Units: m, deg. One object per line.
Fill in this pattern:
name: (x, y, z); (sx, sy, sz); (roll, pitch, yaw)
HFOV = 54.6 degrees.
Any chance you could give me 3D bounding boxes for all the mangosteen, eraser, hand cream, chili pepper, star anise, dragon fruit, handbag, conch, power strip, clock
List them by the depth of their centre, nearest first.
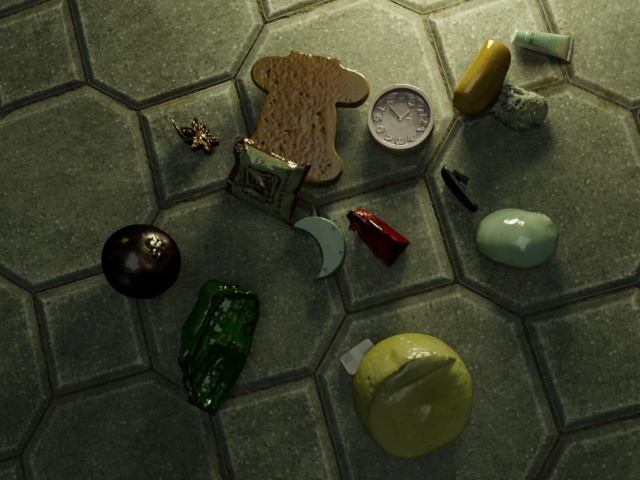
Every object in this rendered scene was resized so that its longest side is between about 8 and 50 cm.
conch: (0.544, -0.015, 1.722); (0.221, 0.121, 0.185); (0, 53, 13)
chili pepper: (-0.310, 0.297, 1.770); (0.167, 0.213, 0.385); (7, 77, 51)
dragon fruit: (0.148, -0.013, 1.771); (0.192, 0.122, 0.092); (39, 105, 8)
handbag: (-0.153, -0.174, 1.774); (0.235, 0.127, 0.213); (28, 130, 11)
eraser: (0.113, 0.332, 1.776); (0.105, 0.026, 0.065); (-34, 82, 3)
hand cream: (0.646, -0.575, 1.805); (0.174, 0.047, 0.076); (12, 84, 1)
mangosteen: (-0.537, 0.072, 1.821); (0.265, 0.228, 0.228); (-31, 77, 42)
clock: (0.236, -0.354, 1.821); (0.196, 0.068, 0.197); (-1, 83, 8)
power strip: (0.000, 0.000, 1.823); (0.137, 0.044, 0.216); (-25, 81, 5)
star anise: (-0.398, -0.331, 1.914); (0.097, 0.070, 0.191); (-39, 76, -25)

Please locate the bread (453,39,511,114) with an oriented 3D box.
bread: (0.465, -0.455, 1.759); (0.098, 0.147, 0.217); (30, 93, 25)

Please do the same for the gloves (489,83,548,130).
gloves: (0.571, -0.377, 1.772); (0.153, 0.070, 0.114); (23, 89, 1)

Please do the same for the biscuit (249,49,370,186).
biscuit: (-0.048, -0.363, 1.865); (0.368, 0.076, 0.394); (9, 87, 9)

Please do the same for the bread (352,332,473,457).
bread: (0.240, 0.403, 1.651); (0.320, 0.237, 0.321); (0, 97, 2)

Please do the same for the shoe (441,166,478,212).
shoe: (0.409, -0.153, 1.778); (0.053, 0.062, 0.159); (-33, 79, -10)
